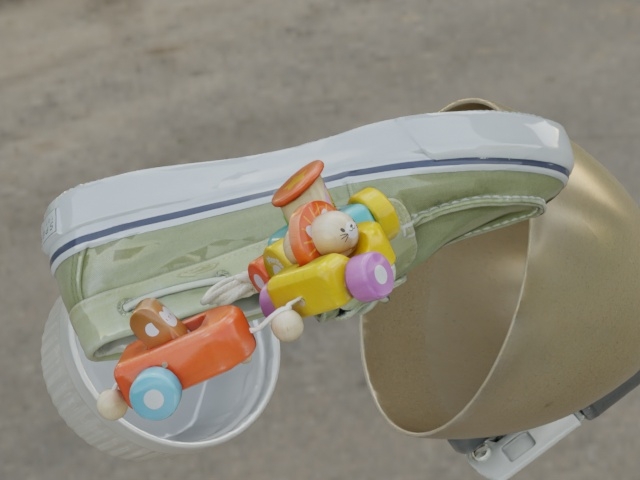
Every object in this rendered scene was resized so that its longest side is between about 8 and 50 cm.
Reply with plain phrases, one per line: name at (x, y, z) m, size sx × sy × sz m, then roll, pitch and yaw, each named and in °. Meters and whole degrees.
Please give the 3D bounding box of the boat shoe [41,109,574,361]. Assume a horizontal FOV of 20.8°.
boat shoe at (0.000, 0.000, 0.968) m, size 0.302 × 0.094 × 0.109 m, roll -11°, pitch -16°, yaw -9°

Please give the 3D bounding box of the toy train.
toy train at (-0.030, 0.013, 0.710) m, size 0.125 × 0.046 × 0.166 m, roll -23°, pitch 12°, yaw 14°

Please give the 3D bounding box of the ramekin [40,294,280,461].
ramekin at (-0.151, 0.100, 1.556) m, size 0.207 × 0.207 × 0.109 m, roll -28°, pitch -4°, yaw -38°

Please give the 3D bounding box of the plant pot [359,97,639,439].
plant pot at (0.181, 0.037, 1.470) m, size 0.191 × 0.284 × 0.284 m, roll 11°, pitch 18°, yaw -23°

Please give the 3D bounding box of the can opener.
can opener at (0.248, 0.124, 1.679) m, size 0.283 × 0.095 × 0.076 m, roll -38°, pitch 49°, yaw 2°
